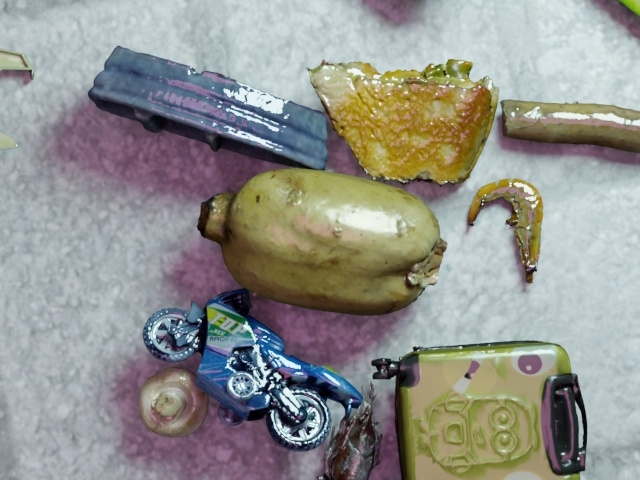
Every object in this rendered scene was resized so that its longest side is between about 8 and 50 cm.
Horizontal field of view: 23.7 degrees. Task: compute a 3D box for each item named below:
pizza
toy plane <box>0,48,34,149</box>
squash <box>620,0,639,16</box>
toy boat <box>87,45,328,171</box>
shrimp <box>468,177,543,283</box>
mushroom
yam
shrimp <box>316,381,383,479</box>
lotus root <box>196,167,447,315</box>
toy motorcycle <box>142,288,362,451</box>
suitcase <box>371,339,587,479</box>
[{"bbox_3d":[0.095,-0.141,1.785,0.226,0.069,0.147,1,103,-1],"label":"pizza"},{"bbox_3d":[-0.471,-0.193,1.796,0.242,0.104,0.256,-30,93,-14],"label":"toy plane"},{"bbox_3d":[0.409,-0.366,1.755,0.288,0.111,0.203,38,121,7],"label":"squash"},{"bbox_3d":[-0.123,-0.145,1.763,0.283,0.127,0.078,17,83,1],"label":"toy boat"},{"bbox_3d":[0.222,-0.009,1.793,0.091,0.025,0.127,-10,83,2],"label":"shrimp"},{"bbox_3d":[-0.172,0.190,1.778,0.083,0.067,0.083,0,94,5],"label":"mushroom"},{"bbox_3d":[0.329,-0.134,1.784,0.241,0.057,0.057,5,88,4],"label":"yam"},{"bbox_3d":[0.038,0.243,1.774,0.056,0.065,0.165,21,82,-29],"label":"shrimp"},{"bbox_3d":[0.000,0.000,1.738,0.284,0.146,0.160,13,97,3],"label":"lotus root"},{"bbox_3d":[-0.075,0.138,1.750,0.254,0.092,0.135,35,63,10],"label":"toy motorcycle"},{"bbox_3d":[0.180,0.211,1.727,0.235,0.143,0.194,-4,87,3],"label":"suitcase"}]
